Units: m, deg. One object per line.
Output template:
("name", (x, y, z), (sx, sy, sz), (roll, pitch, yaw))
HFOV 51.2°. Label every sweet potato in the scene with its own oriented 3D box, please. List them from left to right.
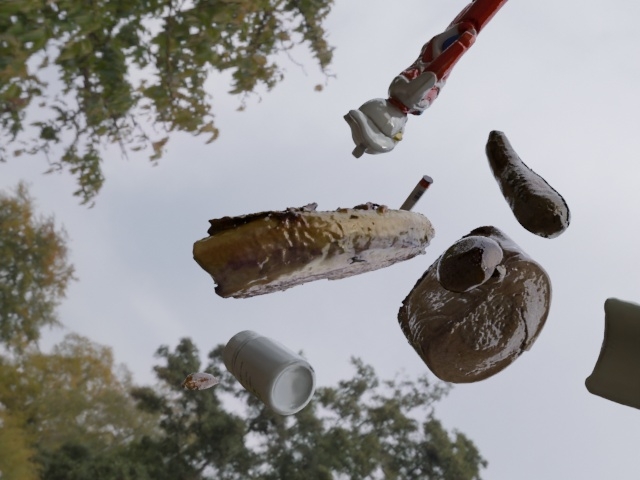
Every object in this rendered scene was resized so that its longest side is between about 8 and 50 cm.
("sweet potato", (-0.230, 0.269, 1.276), (0.034, 0.095, 0.034), (-6, -100, 34))
("sweet potato", (0.322, -0.091, 1.072), (0.273, 0.075, 0.075), (-104, -163, -52))

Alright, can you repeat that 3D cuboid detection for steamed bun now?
("steamed bun", (0.319, 0.140, 1.338), (0.199, 0.301, 0.251), (44, 4, -18))

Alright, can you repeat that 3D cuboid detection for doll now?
("doll", (0.182, -0.286, 1.130), (0.099, 0.384, 0.188), (45, -3, -7))

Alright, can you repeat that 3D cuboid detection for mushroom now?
("mushroom", (0.263, 0.046, 1.182), (0.127, 0.127, 0.087), (-8, -63, 52))

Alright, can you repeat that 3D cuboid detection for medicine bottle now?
("medicine bottle", (-0.130, 0.311, 1.622), (0.252, 0.144, 0.145), (23, -53, 52))

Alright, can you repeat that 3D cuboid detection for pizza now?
("pizza", (0.000, 0.000, 0.721), (0.161, 0.305, 0.086), (-28, -107, 52))

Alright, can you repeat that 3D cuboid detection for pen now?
("pen", (0.170, -0.051, 1.426), (0.028, 0.028, 0.239), (51, -45, 18))

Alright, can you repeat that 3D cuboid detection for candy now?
("candy", (0.557, 0.186, 0.891), (0.358, 0.208, 0.145), (13, -92, 36))
